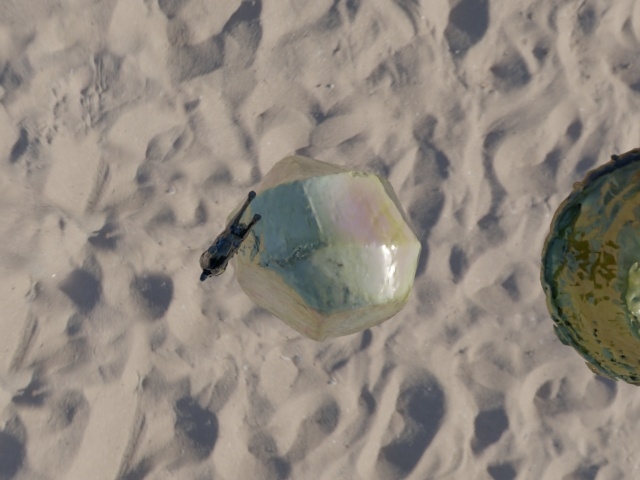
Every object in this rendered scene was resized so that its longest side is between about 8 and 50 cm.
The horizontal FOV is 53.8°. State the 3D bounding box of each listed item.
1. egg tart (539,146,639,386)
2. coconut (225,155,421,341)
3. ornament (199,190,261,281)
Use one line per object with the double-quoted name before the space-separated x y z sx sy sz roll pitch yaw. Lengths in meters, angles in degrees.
"egg tart" 0.458 0.046 0.809 0.346 0.132 0.345 1 102 3
"coconut" 0.000 0.000 0.830 0.259 0.259 0.259 -1 92 -18
"ornament" -0.088 0.009 0.563 0.028 0.125 0.073 36 60 -6
